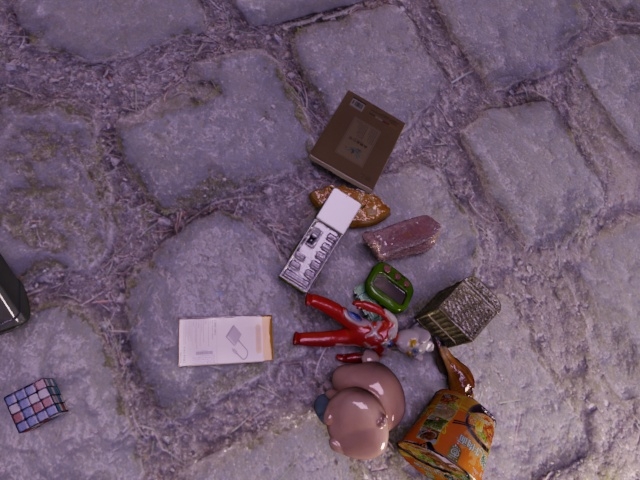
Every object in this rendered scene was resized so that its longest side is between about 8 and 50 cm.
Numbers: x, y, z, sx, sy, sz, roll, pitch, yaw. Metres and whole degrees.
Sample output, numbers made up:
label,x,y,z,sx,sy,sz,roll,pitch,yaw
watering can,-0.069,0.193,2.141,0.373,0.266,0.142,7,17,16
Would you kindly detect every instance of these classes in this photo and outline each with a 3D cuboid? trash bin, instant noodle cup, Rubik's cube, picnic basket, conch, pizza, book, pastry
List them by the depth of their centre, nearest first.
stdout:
label,x,y,z,sx,sy,sz,roll,pitch,yaw
trash bin,-0.774,0.106,1.214,0.101,0.236,0.177,-20,37,-16
Rubik's cube,-0.667,0.386,1.225,0.092,0.092,0.092,-28,82,-18
instant noodle cup,0.338,0.510,1.341,0.230,0.230,0.182,38,62,1
picnic basket,0.382,0.195,1.445,0.134,0.196,0.154,44,72,6
conch,0.378,0.367,1.451,0.080,0.086,0.233,-18,80,-16
pastry,0.229,0.000,1.514,0.265,0.112,0.103,-8,50,-28
pizza,0.086,-0.098,1.539,0.246,0.058,0.127,3,75,-9
book,0.118,-0.308,1.594,0.217,0.021,0.310,30,59,-2

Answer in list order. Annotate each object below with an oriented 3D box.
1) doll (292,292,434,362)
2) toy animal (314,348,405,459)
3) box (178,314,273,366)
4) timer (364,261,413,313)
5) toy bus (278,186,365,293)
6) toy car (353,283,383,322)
label,x,y,z,sx,sy,sz,roll,pitch,yaw
doll,0.125,0.253,1.413,0.383,0.099,0.188,11,111,-10
toy animal,0.107,0.413,1.299,0.229,0.221,0.210,-21,96,-8
box,-0.250,0.264,1.379,0.247,0.033,0.129,0,74,-12
timer,0.194,0.135,1.482,0.140,0.047,0.128,37,48,-3
toy bus,0.000,0.000,1.426,0.113,0.139,0.302,32,89,-1
toy car,0.135,0.182,1.481,0.059,0.035,0.122,-23,72,-18
